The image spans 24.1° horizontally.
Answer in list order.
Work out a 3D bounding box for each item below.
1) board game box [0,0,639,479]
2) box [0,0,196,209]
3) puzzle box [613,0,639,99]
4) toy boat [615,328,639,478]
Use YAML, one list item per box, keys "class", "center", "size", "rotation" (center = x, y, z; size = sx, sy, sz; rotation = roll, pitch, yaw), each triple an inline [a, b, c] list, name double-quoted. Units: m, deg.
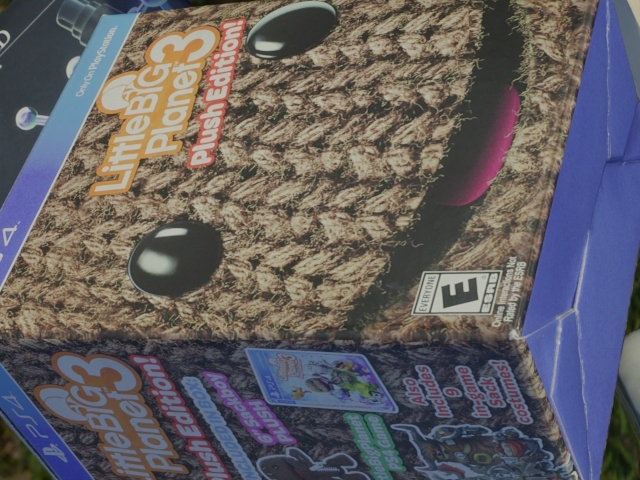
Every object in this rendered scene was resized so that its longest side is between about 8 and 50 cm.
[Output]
- class: "board game box"
  center: [0.000, 0.000, 0.757]
  size: [0.291, 0.232, 0.141]
  rotation: [-2, 138, 25]
- class: "box"
  center: [-0.164, -0.066, 1.487]
  size: [0.293, 0.212, 0.395]
  rotation: [-47, 70, 0]
- class: "puzzle box"
  center: [0.246, -0.155, 1.569]
  size: [0.272, 0.052, 0.409]
  rotation: [-1, 145, 32]
- class: "toy boat"
  center: [0.283, 0.117, 0.710]
  size: [0.318, 0.267, 0.148]
  rotation: [3, 127, 44]
